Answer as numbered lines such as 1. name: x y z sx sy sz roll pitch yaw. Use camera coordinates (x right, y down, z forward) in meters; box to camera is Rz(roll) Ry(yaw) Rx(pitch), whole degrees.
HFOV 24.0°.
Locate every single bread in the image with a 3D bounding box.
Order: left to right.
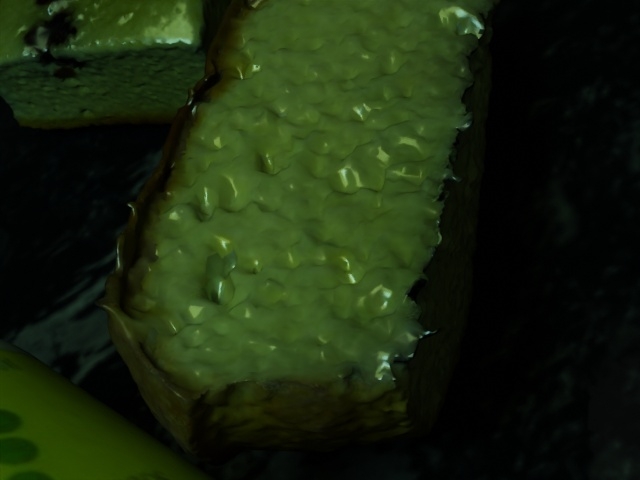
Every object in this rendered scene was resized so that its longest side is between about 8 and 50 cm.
1. bread: -0.082 -0.235 0.826 0.138 0.077 0.361 -3 64 23
2. bread: 0.002 0.002 0.631 0.129 0.134 0.260 6 50 12

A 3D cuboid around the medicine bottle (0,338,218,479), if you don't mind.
1. medicine bottle: -0.056 0.195 0.514 0.378 0.213 0.214 27 79 32
